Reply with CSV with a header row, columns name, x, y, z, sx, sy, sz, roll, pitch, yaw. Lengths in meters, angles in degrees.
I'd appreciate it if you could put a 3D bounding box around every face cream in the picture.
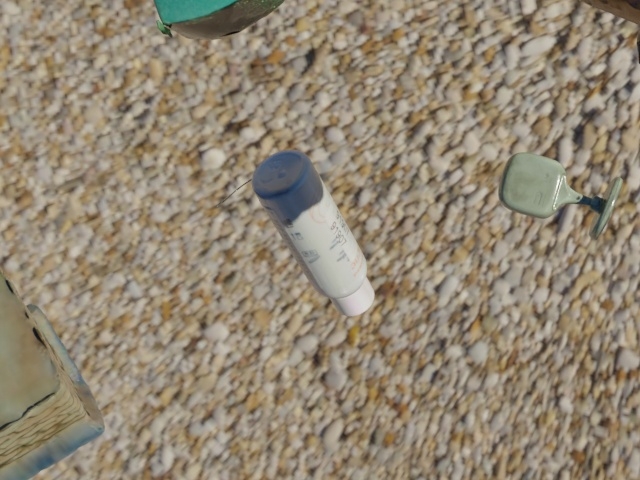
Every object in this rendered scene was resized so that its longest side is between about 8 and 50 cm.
name,x,y,z,sx,sy,sz,roll,pitch,yaw
face cream,0.000,0.000,1.613,0.082,0.082,0.269,-11,138,20

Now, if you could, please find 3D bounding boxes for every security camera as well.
name,x,y,z,sx,sy,sz,roll,pitch,yaw
security camera,0.191,-0.040,1.030,0.092,0.058,0.058,22,108,8

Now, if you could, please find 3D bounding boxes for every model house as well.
name,x,y,z,sx,sy,sz,roll,pitch,yaw
model house,-0.575,0.184,1.813,0.395,0.400,0.445,-34,73,-6

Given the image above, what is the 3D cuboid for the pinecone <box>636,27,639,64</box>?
name,x,y,z,sx,sy,sz,roll,pitch,yaw
pinecone,0.361,-0.179,0.923,0.243,0.257,0.243,0,88,-13

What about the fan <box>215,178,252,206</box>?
name,x,y,z,sx,sy,sz,roll,pitch,yaw
fan,-0.137,-0.069,1.949,0.004,0.056,0.083,52,136,-4

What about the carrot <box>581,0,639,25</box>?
name,x,y,z,sx,sy,sz,roll,pitch,yaw
carrot,0.157,-0.131,0.627,0.161,0.055,0.055,26,109,21

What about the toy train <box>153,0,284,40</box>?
name,x,y,z,sx,sy,sz,roll,pitch,yaw
toy train,-0.117,-0.254,0.870,0.120,0.298,0.194,-19,85,11
